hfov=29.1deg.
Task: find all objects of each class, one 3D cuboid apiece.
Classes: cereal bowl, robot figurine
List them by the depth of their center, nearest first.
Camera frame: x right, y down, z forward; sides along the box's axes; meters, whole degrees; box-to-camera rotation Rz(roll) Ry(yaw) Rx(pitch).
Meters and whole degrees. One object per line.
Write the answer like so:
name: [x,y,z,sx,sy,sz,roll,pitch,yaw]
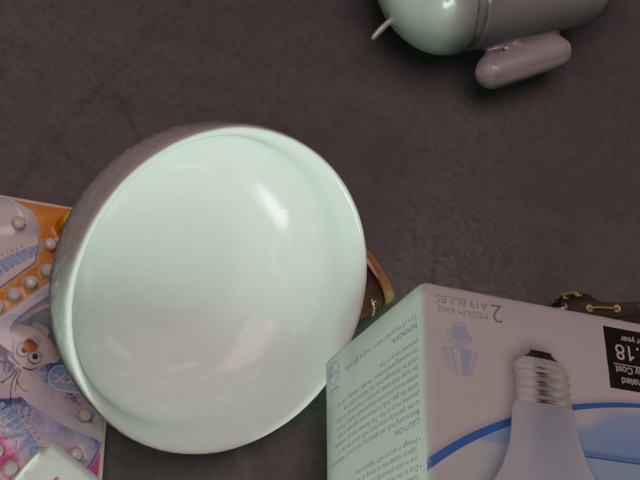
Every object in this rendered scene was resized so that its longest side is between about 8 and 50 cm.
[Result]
cereal bowl: [-0.125,0.038,1.269,0.339,0.141,0.339,-9,108,-29]
robot figurine: [0.213,-0.336,1.485,0.353,0.200,0.300,-13,86,-15]

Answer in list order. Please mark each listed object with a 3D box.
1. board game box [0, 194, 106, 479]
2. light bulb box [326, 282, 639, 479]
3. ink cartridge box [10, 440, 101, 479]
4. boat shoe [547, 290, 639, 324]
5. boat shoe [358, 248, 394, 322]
board game box: [-0.397,0.118,1.234,0.390,0.050,0.390,10,67,-22]
light bulb box: [0.206,0.272,1.187,0.358,0.225,0.361,10,61,-20]
ink cartridge box: [-0.211,0.371,1.119,0.307,0.129,0.223,41,60,-4]
boat shoe: [0.299,0.096,1.404,0.228,0.081,0.068,7,65,-15]
boat shoe: [0.000,0.000,1.388,0.073,0.073,0.207,-29,77,-21]
